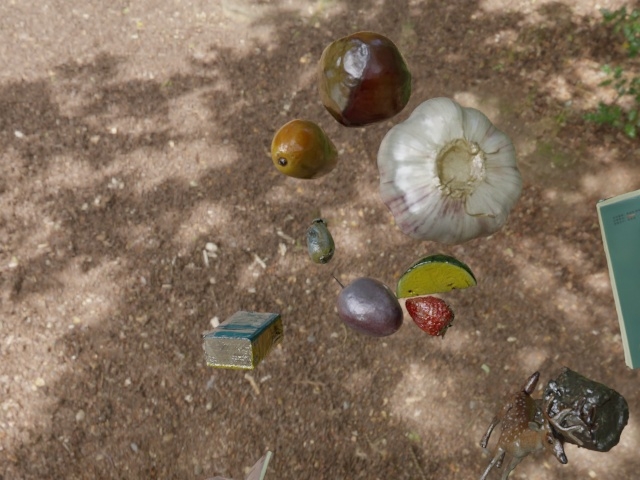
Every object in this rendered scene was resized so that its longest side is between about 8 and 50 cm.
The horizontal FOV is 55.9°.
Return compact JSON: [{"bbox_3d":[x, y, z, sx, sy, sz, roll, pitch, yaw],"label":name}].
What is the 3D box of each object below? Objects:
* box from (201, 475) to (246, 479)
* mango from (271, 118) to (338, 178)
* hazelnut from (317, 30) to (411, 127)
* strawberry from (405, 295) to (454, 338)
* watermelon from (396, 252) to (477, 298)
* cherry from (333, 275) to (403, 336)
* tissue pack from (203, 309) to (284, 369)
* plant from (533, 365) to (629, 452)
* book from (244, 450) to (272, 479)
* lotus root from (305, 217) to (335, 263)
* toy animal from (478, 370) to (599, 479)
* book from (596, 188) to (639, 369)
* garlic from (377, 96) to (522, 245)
[{"bbox_3d":[-0.091,0.499,0.950,0.251,0.106,0.203,0,79,20],"label":"box"},{"bbox_3d":[-0.029,-0.212,1.414,0.113,0.139,0.253,-6,1,28],"label":"mango"},{"bbox_3d":[0.100,-0.335,1.252,0.208,0.208,0.208,7,45,-7],"label":"hazelnut"},{"bbox_3d":[0.340,0.233,1.883,0.148,0.131,0.131,9,44,-6],"label":"strawberry"},{"bbox_3d":[0.247,0.072,1.336,0.181,0.075,0.092,-10,79,18],"label":"watermelon"},{"bbox_3d":[0.160,0.219,1.970,0.213,0.184,0.266,15,19,-49],"label":"cherry"},{"bbox_3d":[-0.165,0.218,1.327,0.119,0.082,0.169,0,13,19],"label":"tissue pack"},{"bbox_3d":[0.677,0.447,1.595,0.204,0.234,0.178,32,80,-21],"label":"plant"},{"bbox_3d":[-0.143,0.507,1.155,0.014,0.127,0.182,27,41,-7],"label":"book"},{"bbox_3d":[-0.003,0.000,1.801,0.088,0.088,0.165,2,56,-11],"label":"lotus root"},{"bbox_3d":[0.351,0.320,1.036,0.087,0.260,0.243,23,23,-4],"label":"toy animal"},{"bbox_3d":[0.716,0.060,1.212,0.264,0.380,0.031,-17,16,3],"label":"book"},{"bbox_3d":[0.212,-0.112,1.045,0.244,0.253,0.245,0,90,0],"label":"garlic"}]
